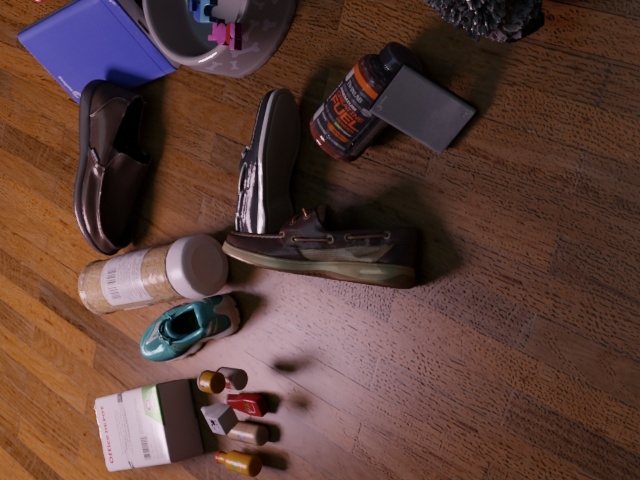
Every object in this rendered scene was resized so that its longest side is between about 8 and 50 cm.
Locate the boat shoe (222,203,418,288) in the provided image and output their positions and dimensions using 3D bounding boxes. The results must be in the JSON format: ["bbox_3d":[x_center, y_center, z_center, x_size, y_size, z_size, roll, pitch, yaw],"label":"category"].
[{"bbox_3d":[0.000,0.000,1.578,0.342,0.123,0.123,8,88,26],"label":"boat shoe"}]

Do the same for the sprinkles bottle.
[{"bbox_3d":[-0.343,0.072,1.907,0.355,0.121,0.121,-12,85,42],"label":"sprinkles bottle"}]

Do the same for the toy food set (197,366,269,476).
[{"bbox_3d":[-0.175,0.322,1.774,0.104,0.111,0.232,2,126,42],"label":"toy food set"}]

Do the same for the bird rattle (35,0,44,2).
[{"bbox_3d":[-0.620,-0.660,2.101,0.207,0.143,0.253,1,97,25],"label":"bird rattle"}]

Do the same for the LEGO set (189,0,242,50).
[{"bbox_3d":[-0.194,-0.442,1.622,0.093,0.087,0.227,7,97,41],"label":"LEGO set"}]

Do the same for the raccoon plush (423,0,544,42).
[{"bbox_3d":[0.211,-0.429,1.191,0.299,0.446,0.216,-55,45,45],"label":"raccoon plush"}]

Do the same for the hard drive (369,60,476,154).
[{"bbox_3d":[0.155,-0.202,1.447,0.094,0.135,0.022,-52,17,32],"label":"hard drive"}]

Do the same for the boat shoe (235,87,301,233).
[{"bbox_3d":[-0.103,-0.121,1.684,0.091,0.114,0.303,13,102,34],"label":"boat shoe"}]

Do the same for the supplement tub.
[{"bbox_3d":[0.076,-0.225,1.521,0.198,0.106,0.106,-48,63,33],"label":"supplement tub"}]

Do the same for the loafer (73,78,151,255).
[{"bbox_3d":[-0.422,-0.145,1.952,0.130,0.134,0.366,5,103,22],"label":"loafer"}]

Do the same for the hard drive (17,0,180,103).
[{"bbox_3d":[-0.455,-0.393,1.939,0.318,0.040,0.210,-11,130,42],"label":"hard drive"}]

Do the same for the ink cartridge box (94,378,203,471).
[{"bbox_3d":[-0.358,0.383,1.964,0.219,0.092,0.160,-18,81,41],"label":"ink cartridge box"}]

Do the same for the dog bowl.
[{"bbox_3d":[-0.198,-0.474,1.750,0.348,0.102,0.349,5,97,42],"label":"dog bowl"}]

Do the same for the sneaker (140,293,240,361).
[{"bbox_3d":[-0.278,0.169,1.866,0.275,0.110,0.107,-30,74,40],"label":"sneaker"}]
